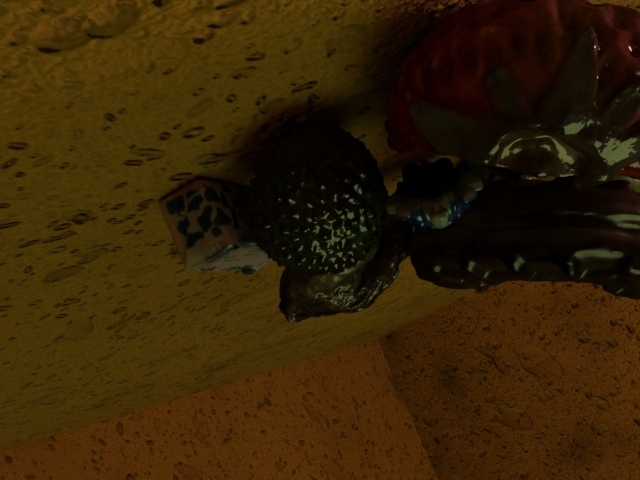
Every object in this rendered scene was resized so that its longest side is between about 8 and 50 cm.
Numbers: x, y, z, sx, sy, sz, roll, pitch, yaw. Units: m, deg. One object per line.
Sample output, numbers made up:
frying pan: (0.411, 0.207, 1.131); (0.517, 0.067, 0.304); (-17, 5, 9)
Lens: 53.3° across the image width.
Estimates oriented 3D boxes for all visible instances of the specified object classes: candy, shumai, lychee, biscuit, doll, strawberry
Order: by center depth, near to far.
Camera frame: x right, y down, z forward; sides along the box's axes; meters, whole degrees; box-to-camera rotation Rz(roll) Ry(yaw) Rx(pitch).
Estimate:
strawberry: (0.199, -0.143, 0.618); (0.265, 0.149, 0.336); (6, -170, 8)
doll: (0.115, -0.052, 0.657); (0.096, 0.070, 0.195); (-15, -165, 11)
lychee: (-0.005, -0.044, 0.671); (0.171, 0.171, 0.171); (-21, 165, -6)
candy: (-0.102, -0.013, 0.748); (0.073, 0.092, 0.160); (-30, 165, 23)
biscuit: (0.276, 0.004, 0.768); (0.366, 0.115, 0.268); (-2, 169, 31)
shumai: (0.002, -0.003, 0.884); (0.218, 0.184, 0.185); (-18, 134, 30)

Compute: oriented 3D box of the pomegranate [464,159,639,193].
pomegranate: (0.356, -0.075, 0.970); (0.309, 0.216, 0.358); (-28, 164, 31)
